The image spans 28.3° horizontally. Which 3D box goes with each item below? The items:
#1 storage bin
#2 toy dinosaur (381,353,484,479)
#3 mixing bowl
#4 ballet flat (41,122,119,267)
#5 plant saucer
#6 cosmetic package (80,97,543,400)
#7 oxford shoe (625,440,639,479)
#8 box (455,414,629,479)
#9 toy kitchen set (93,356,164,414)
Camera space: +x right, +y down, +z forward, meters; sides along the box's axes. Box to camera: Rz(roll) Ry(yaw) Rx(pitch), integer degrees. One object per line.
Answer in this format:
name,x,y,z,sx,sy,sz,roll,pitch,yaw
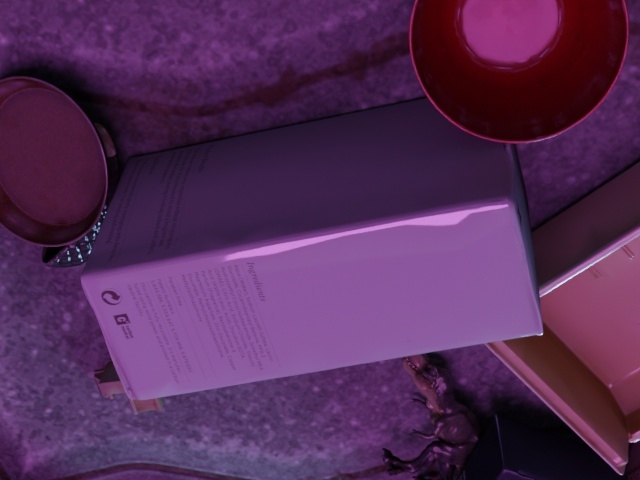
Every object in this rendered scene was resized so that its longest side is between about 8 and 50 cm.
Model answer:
storage bin,0.330,0.069,1.237,0.262,0.123,0.260,-36,113,24
toy dinosaur,0.142,0.237,1.406,0.118,0.064,0.268,-30,120,15
mixing bowl,0.166,-0.183,1.088,0.181,0.098,0.181,1,110,4
ballet flat,-0.236,-0.039,1.252,0.057,0.049,0.173,37,128,24
plant saucer,-0.268,-0.077,1.219,0.168,0.029,0.168,9,111,24
cosmetic package,0.000,0.000,1.168,0.385,0.217,0.156,-8,123,13
oxford shoe,0.366,0.244,1.388,0.271,0.097,0.098,-40,78,34
box,0.227,0.291,1.356,0.156,0.093,0.158,19,120,-11
toy kitchen set,-0.221,0.167,1.379,0.068,0.075,0.083,-9,118,12
